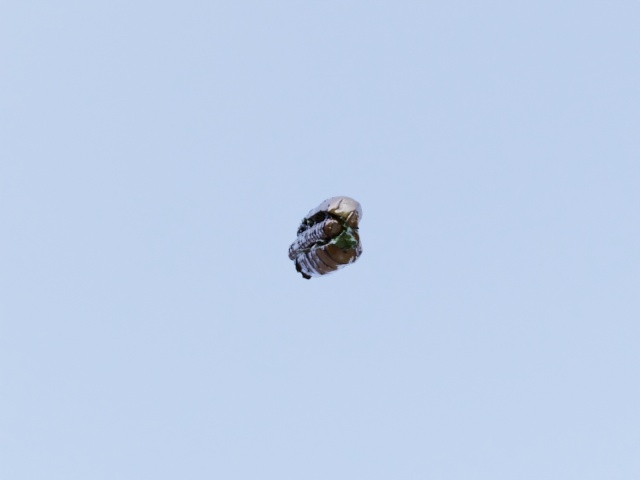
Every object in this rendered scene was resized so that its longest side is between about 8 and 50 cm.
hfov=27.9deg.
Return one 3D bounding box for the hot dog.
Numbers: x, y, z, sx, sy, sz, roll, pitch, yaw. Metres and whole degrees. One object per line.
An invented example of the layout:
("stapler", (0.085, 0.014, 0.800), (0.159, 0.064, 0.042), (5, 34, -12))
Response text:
("hot dog", (0.000, 0.000, 0.830), (0.037, 0.122, 0.049), (6, -102, -14))
